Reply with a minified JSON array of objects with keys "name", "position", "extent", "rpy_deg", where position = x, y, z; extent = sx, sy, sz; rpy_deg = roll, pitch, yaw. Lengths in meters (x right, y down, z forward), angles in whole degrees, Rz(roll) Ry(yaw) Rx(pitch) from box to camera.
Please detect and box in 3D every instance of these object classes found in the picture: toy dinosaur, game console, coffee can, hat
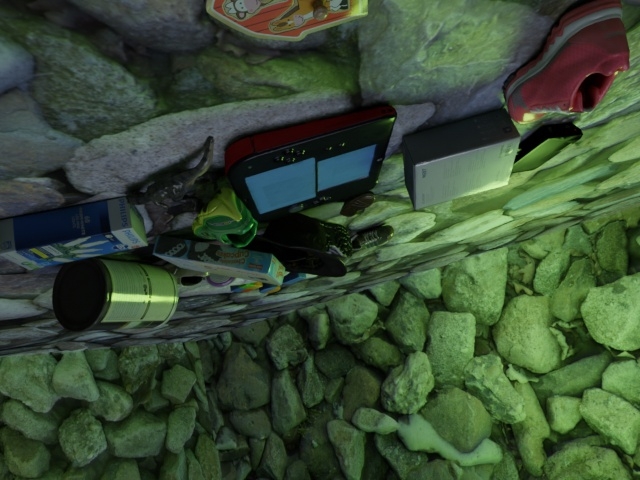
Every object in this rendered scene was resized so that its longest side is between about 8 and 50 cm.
[{"name":"toy dinosaur","position":[-0.270,-0.111,0.951],"extent":[0.268,0.064,0.118],"rpy_deg":[-25,155,27]},{"name":"game console","position":[0.484,-0.225,1.261],"extent":[0.360,0.044,0.213],"rpy_deg":[-9,165,-16]},{"name":"game console","position":[-0.019,-0.147,1.048],"extent":[0.341,0.060,0.386],"rpy_deg":[-13,166,-4]},{"name":"coffee can","position":[-0.575,0.155,1.366],"extent":[0.201,0.202,0.275],"rpy_deg":[-20,165,21]},{"name":"hat","position":[-0.071,-0.001,1.334],"extent":[0.330,0.134,0.331],"rpy_deg":[13,164,4]}]

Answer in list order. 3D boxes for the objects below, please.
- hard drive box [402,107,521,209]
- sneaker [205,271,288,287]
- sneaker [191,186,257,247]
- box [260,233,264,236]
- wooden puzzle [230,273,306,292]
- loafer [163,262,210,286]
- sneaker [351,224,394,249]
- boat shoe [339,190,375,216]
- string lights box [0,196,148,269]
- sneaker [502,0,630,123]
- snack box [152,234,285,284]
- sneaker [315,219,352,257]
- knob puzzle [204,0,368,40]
[{"name":"hard drive box","position":[0.312,-0.179,1.089],"extent":[0.231,0.089,0.181],"rpy_deg":[-15,149,2]},{"name":"sneaker","position":[-0.249,0.093,1.685],"extent":[0.304,0.114,0.152],"rpy_deg":[-8,178,-5]},{"name":"sneaker","position":[-0.214,-0.030,1.075],"extent":[0.109,0.123,0.295],"rpy_deg":[-46,-173,-13]},{"name":"box","position":[-0.146,0.027,1.518],"extent":[0.101,0.087,0.101],"rpy_deg":[-17,165,8]},{"name":"wooden puzzle","position":[-0.203,0.148,1.935],"extent":[0.321,0.081,0.347],"rpy_deg":[-24,162,34]},{"name":"loafer","position":[-0.437,0.107,1.535],"extent":[0.101,0.092,0.268],"rpy_deg":[-1,161,-40]},{"name":"sneaker","position":[0.174,-0.003,1.750],"extent":[0.086,0.065,0.192],"rpy_deg":[-7,168,-43]},{"name":"boat shoe","position":[0.098,-0.110,1.316],"extent":[0.056,0.049,0.152],"rpy_deg":[15,158,-26]},{"name":"string lights box","position":[-0.524,-0.014,1.028],"extent":[0.259,0.077,0.133],"rpy_deg":[-12,164,-8]},{"name":"sneaker","position":[0.425,-0.270,0.850],"extent":[0.115,0.136,0.314],"rpy_deg":[-12,166,-4]},{"name":"snack box","position":[-0.272,0.057,1.324],"extent":[0.321,0.060,0.187],"rpy_deg":[9,167,9]},{"name":"sneaker","position":[0.000,0.000,1.570],"extent":[0.124,0.108,0.283],"rpy_deg":[-14,159,30]},{"name":"knob puzzle","position":[-0.039,-0.289,0.553],"extent":[0.212,0.030,0.213],"rpy_deg":[-13,166,-3]}]
